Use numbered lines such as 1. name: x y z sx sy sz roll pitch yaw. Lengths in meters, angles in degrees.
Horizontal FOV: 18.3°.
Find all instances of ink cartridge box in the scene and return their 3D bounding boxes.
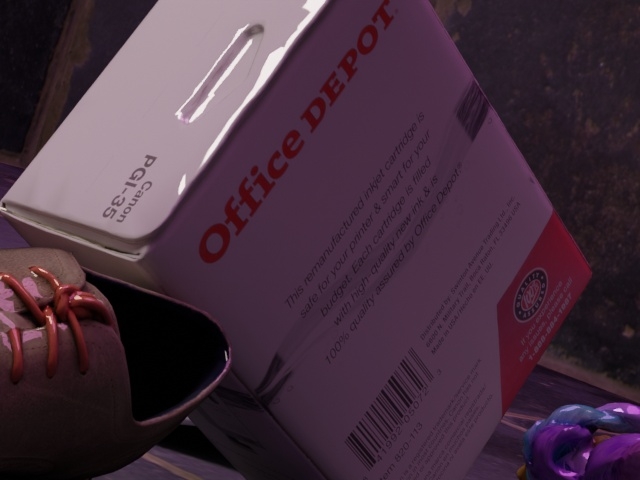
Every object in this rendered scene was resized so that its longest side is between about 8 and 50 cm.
1. ink cartridge box: 0.000 0.000 1.025 0.117 0.207 0.283 17 -26 43

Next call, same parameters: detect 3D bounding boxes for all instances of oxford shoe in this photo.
1. oxford shoe: -0.151 0.038 0.760 0.130 0.123 0.348 -26 -13 18

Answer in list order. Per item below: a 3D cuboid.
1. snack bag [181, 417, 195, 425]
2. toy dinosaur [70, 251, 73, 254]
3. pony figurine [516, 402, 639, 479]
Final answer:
1. snack bag: -0.187 0.066 1.335 0.343 0.037 0.323 12 4 -5
2. toy dinosaur: -0.224 0.053 0.917 0.211 0.064 0.112 -16 12 -24
3. pony figurine: 0.309 0.144 1.136 0.363 0.303 0.351 14 -29 -11
